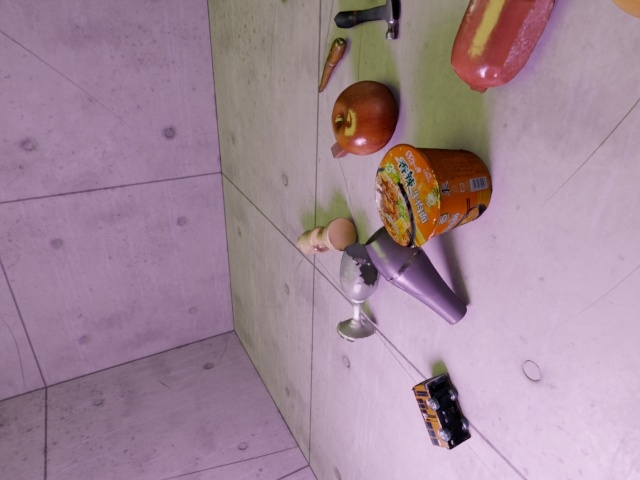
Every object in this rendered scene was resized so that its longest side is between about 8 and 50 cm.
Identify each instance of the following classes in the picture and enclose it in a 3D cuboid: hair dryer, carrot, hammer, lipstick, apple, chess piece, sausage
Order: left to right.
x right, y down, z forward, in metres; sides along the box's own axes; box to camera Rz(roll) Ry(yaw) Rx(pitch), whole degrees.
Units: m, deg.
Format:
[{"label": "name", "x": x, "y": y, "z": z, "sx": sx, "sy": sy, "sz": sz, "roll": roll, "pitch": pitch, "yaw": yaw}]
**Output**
[{"label": "chess piece", "x": 0.000, "y": 0.000, "z": 1.679, "sx": 0.397, "sy": 0.117, "sz": 0.117, "roll": -15, "pitch": 88, "yaw": 66}, {"label": "carrot", "x": 0.031, "y": -0.563, "z": 1.429, "sx": 0.254, "sy": 0.049, "sz": 0.049, "roll": 130, "pitch": 123, "yaw": -64}, {"label": "lipstick", "x": 0.086, "y": -0.315, "z": 1.426, "sx": 0.145, "sy": 0.045, "sz": 0.045, "roll": -29, "pitch": 74, "yaw": 62}, {"label": "apple", "x": 0.115, "y": -0.337, "z": 1.221, "sx": 0.201, "sy": 0.162, "sz": 0.202, "roll": 42, "pitch": 140, "yaw": 50}, {"label": "hammer", "x": 0.121, "y": -0.629, "z": 1.217, "sx": 0.289, "sy": 0.037, "sz": 0.137, "roll": 36, "pitch": 133, "yaw": 54}, {"label": "hair dryer", "x": 0.230, "y": 0.080, "z": 1.218, "sx": 0.301, "sy": 0.121, "sz": 0.361, "roll": 43, "pitch": 179, "yaw": -7}, {"label": "sausage", "x": 0.326, "y": -0.392, "z": 0.791, "sx": 0.148, "sy": 0.148, "sz": 0.255, "roll": 58, "pitch": 148, "yaw": 35}]

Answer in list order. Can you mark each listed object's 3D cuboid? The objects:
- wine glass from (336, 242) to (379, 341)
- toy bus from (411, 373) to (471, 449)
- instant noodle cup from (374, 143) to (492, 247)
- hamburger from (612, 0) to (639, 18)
[{"label": "wine glass", "x": 0.124, "y": 0.172, "z": 1.462, "sx": 0.143, "sy": 0.143, "sz": 0.322, "roll": 37, "pitch": 134, "yaw": 53}, {"label": "toy bus", "x": 0.335, "y": 0.476, "z": 1.234, "sx": 0.103, "sy": 0.091, "sz": 0.182, "roll": -37, "pitch": 70, "yaw": 62}, {"label": "instant noodle cup", "x": 0.260, "y": -0.113, "z": 1.004, "sx": 0.230, "sy": 0.182, "sz": 0.231, "roll": 38, "pitch": 134, "yaw": 53}, {"label": "hamburger", "x": 0.435, "y": -0.369, "z": 0.431, "sx": 0.212, "sy": 0.274, "sz": 0.275, "roll": -153, "pitch": 54, "yaw": -66}]
